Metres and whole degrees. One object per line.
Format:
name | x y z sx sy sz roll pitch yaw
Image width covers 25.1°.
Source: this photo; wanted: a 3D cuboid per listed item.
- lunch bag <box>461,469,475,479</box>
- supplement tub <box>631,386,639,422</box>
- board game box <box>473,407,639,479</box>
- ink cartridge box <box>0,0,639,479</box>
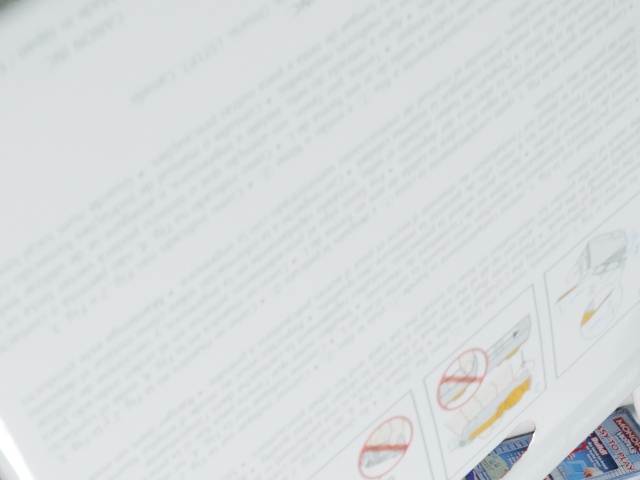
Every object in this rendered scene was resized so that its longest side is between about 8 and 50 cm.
lunch bag | -0.001 0.062 0.691 0.128 0.151 0.096 17 124 -45
supplement tub | 0.329 0.095 0.975 0.199 0.144 0.144 -24 144 -10
board game box | 0.150 0.205 1.054 0.194 0.060 0.194 -20 143 -14
ink cartridge box | 0.000 0.000 0.552 0.308 0.091 0.385 -38 139 -21
